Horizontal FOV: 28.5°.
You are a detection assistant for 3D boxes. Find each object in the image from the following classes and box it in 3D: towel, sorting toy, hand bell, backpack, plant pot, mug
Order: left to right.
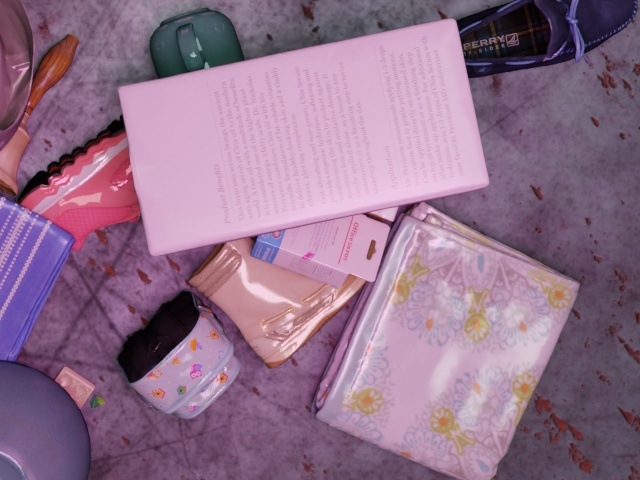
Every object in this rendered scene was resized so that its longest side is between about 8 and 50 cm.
[{"bbox_3d":[-0.550,0.019,1.817,0.336,0.040,0.243,28,108,-11],"label":"towel"},{"bbox_3d":[-0.471,0.329,1.774,0.290,0.195,0.290,-1,96,-10],"label":"plant pot"},{"bbox_3d":[-0.426,-0.199,1.834,0.126,0.126,0.242,35,76,-11],"label":"hand bell"},{"bbox_3d":[-0.371,0.238,1.917,0.083,0.012,0.062,35,84,-8],"label":"sorting toy"},{"bbox_3d":[-0.204,0.176,1.850,0.166,0.188,0.144,-41,101,-4],"label":"backpack"},{"bbox_3d":[-0.177,-0.283,1.826,0.129,0.157,0.097,-20,94,-31],"label":"mug"},{"bbox_3d":[0.198,0.165,1.966,0.320,0.090,0.374,25,91,-13],"label":"towel"}]

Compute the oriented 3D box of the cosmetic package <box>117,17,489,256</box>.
[{"bbox_3d":[-0.021,-0.133,1.699,0.453,0.161,0.230,-11,90,1],"label":"cosmetic package"}]

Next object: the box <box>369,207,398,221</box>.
[{"bbox_3d":[0.046,-0.095,1.875,0.130,0.170,0.091,20,90,-11],"label":"box"}]

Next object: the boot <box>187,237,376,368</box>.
[{"bbox_3d":[-0.050,0.036,1.915,0.262,0.095,0.203,-45,96,-7],"label":"boot"}]

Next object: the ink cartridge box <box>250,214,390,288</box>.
[{"bbox_3d":[0.000,0.000,1.856,0.181,0.061,0.104,21,61,-4],"label":"ink cartridge box"}]

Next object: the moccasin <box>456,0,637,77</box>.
[{"bbox_3d":[0.339,-0.314,1.932,0.342,0.117,0.138,-23,99,-7],"label":"moccasin"}]

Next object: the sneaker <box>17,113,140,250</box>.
[{"bbox_3d":[-0.285,-0.102,1.863,0.314,0.116,0.136,-33,110,2],"label":"sneaker"}]

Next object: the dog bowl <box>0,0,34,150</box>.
[{"bbox_3d":[-0.559,-0.230,1.729,0.348,0.102,0.349,1,69,-4],"label":"dog bowl"}]
